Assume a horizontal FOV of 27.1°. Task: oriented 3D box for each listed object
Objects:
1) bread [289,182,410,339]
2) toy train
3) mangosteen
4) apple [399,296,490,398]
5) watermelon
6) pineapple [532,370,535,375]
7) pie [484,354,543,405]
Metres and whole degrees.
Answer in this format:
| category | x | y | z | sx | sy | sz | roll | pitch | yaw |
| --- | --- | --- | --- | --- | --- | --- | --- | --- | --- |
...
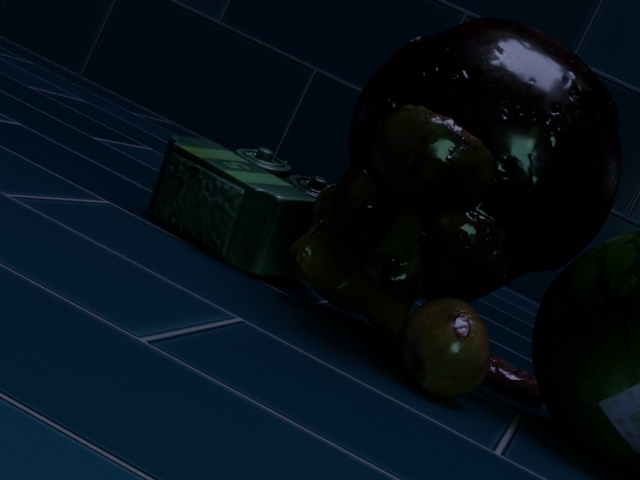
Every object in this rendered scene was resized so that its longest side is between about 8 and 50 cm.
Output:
| category | x | y | z | sx | sy | sz | roll | pitch | yaw |
| --- | --- | --- | --- | --- | --- | --- | --- | --- | --- |
| bread | 0.050 | 0.028 | 1.909 | 0.088 | 0.160 | 0.233 | -7 | -35 | 42 |
| toy train | -0.110 | -0.045 | 2.006 | 0.299 | 0.166 | 0.238 | 29 | 17 | 38 |
| mangosteen | 0.195 | -0.110 | 1.785 | 0.421 | 0.381 | 0.381 | -18 | 33 | -34 |
| apple | 0.154 | 0.135 | 1.658 | 0.102 | 0.126 | 0.126 | -17 | 20 | -15 |
| watermelon | 0.448 | 0.147 | 1.763 | 0.363 | 0.363 | 0.363 | 25 | 6 | -3 |
| pineapple | 0.383 | 0.227 | 2.065 | 0.116 | 0.069 | 0.137 | 26 | 7 | -7 |
| pie | 0.271 | 0.200 | 1.988 | 0.154 | 0.036 | 0.154 | 25 | 5 | -2 |
